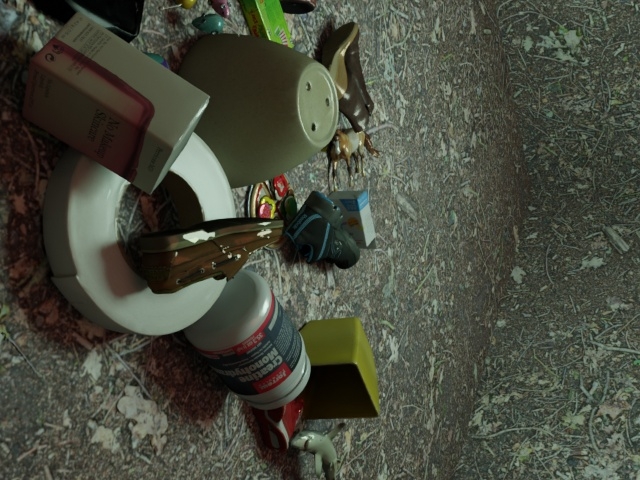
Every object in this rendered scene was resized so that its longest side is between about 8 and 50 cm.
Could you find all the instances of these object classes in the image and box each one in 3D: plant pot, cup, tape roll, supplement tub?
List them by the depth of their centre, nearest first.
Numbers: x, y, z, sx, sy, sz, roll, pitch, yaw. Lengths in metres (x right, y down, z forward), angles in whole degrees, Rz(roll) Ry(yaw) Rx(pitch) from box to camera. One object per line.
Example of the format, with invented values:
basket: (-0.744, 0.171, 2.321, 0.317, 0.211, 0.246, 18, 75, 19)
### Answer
tape roll: (-0.303, -0.026, 1.230, 0.392, 0.072, 0.392, 6, 83, -55)
supplement tub: (-0.146, 0.209, 1.438, 0.272, 0.191, 0.191, 62, 41, -40)
cup: (-0.103, -0.272, 1.442, 0.331, 0.237, 0.331, -7, 98, -60)
supplement tub: (-0.057, -0.644, 1.631, 0.106, 0.106, 0.198, 5, 86, -60)
plant pot: (0.036, 0.313, 1.763, 0.187, 0.212, 0.212, -72, 148, -47)

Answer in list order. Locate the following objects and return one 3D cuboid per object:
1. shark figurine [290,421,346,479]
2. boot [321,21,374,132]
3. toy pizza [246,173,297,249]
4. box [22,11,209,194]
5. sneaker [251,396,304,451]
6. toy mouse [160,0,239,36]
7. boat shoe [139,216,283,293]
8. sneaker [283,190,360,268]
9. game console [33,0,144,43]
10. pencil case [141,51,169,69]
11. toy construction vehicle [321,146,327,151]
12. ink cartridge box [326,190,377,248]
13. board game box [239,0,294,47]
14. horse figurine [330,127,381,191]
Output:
shark figurine: (-0.011, 0.559, 1.778, 0.166, 0.116, 0.278, -35, 125, -38)
boot: (0.084, -0.442, 1.875, 0.207, 0.090, 0.248, 48, 52, -40)
toy pizza: (-0.107, -0.077, 1.648, 0.201, 0.032, 0.201, -5, 96, -60)
box: (-0.313, -0.204, 1.060, 0.232, 0.148, 0.127, 32, 55, -10)
sneaker: (-0.099, 0.385, 1.661, 0.128, 0.087, 0.221, -55, 150, -55)
toy mouse: (-0.213, -0.456, 1.368, 0.143, 0.031, 0.161, 37, 49, -11)
boat shoe: (-0.189, 0.021, 1.246, 0.307, 0.110, 0.104, -13, 102, -44)
sneaker: (0.000, 0.000, 1.777, 0.140, 0.125, 0.341, -46, 149, -7)
game console: (-0.368, -0.520, 1.162, 0.213, 0.044, 0.361, 22, 73, -60)
pencil case: (-0.334, -0.296, 1.210, 0.151, 0.064, 0.070, -20, 93, -58)
toy construction vehicle: (0.001, -0.294, 1.828, 0.098, 0.035, 0.086, 60, 32, -47)
ink cartridge box: (0.086, -0.044, 1.911, 0.061, 0.104, 0.181, -46, 130, -49)
board game box: (-0.125, -0.508, 1.581, 0.092, 0.043, 0.181, -57, 138, -42)
horse figurine: (0.086, -0.249, 1.939, 0.263, 0.066, 0.174, -39, 128, -53)
